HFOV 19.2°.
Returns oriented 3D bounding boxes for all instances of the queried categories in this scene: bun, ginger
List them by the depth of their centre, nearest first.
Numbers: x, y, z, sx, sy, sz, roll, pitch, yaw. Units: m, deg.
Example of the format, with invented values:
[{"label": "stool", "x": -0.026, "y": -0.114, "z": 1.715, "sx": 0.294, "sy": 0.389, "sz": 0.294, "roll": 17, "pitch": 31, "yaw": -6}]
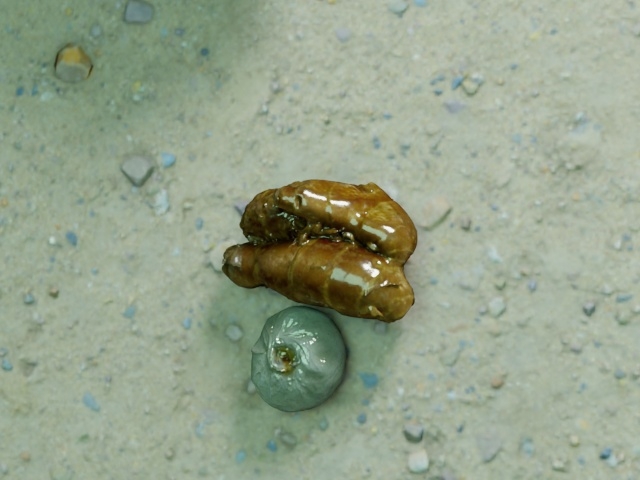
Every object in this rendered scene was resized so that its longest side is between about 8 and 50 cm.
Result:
[{"label": "ginger", "x": 0.000, "y": 0.000, "z": 1.431, "sx": 0.162, "sy": 0.073, "sz": 0.103, "roll": 12, "pitch": 88, "yaw": 23}, {"label": "bun", "x": -0.019, "y": 0.091, "z": 1.444, "sx": 0.083, "sy": 0.045, "sz": 0.083, "roll": -4, "pitch": 82, "yaw": 26}]
